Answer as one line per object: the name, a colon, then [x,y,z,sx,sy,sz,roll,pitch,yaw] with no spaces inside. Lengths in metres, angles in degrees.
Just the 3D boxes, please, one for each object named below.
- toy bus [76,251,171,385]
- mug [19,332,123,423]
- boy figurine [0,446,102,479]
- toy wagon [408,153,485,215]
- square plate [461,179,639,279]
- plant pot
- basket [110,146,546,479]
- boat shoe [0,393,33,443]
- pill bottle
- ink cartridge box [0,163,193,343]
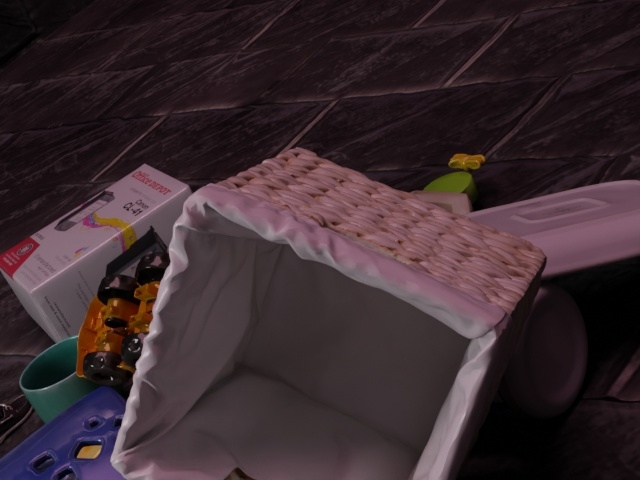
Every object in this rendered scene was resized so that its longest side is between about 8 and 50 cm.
toy bus: [-0.194,0.131,2.138,0.220,0.211,0.149,-24,50,44]
mug: [-0.335,0.200,2.233,0.158,0.097,0.129,-40,27,-27]
boy figurine: [-0.278,0.268,2.051,0.285,0.092,0.177,-27,21,7]
toy wagon: [0.120,-0.001,2.200,0.344,0.068,0.267,-41,28,-29]
square plate: [0.286,-0.015,1.879,0.347,0.049,0.344,-13,9,-8]
plant pot: [-0.229,0.336,1.705,0.236,0.236,0.212,-36,31,-20]
basket: [0.016,0.114,1.589,0.328,0.331,0.266,23,24,11]
boat shoe: [-0.468,0.262,2.318,0.046,0.038,0.125,-2,35,44]
pill bottle: [0.157,0.125,1.807,0.264,0.153,0.153,-3,34,42]
ink cartridge box: [-0.344,0.022,2.556,0.306,0.131,0.226,-36,25,-15]
